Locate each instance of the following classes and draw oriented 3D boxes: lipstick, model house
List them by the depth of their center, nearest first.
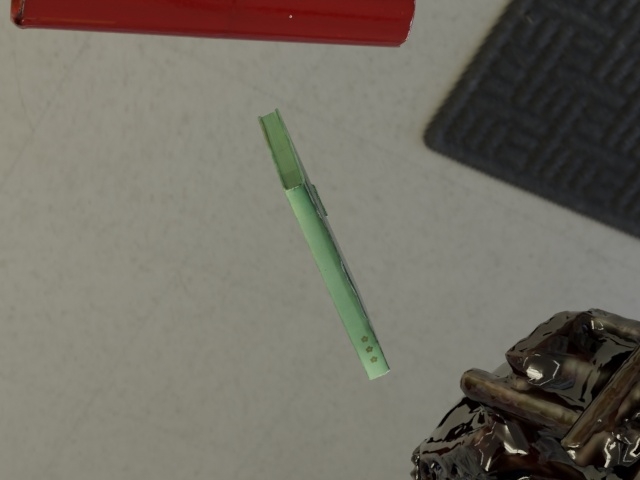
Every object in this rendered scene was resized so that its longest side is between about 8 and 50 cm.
[{"bbox_3d":[0.075,0.109,0.516,0.203,0.164,0.141,-43,132,-26],"label":"model house"},{"bbox_3d":[-0.073,-0.174,0.949,0.280,0.073,0.073,1,124,-20],"label":"lipstick"}]

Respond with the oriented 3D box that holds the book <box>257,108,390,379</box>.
[{"bbox_3d":[0.000,0.000,0.774,0.017,0.103,0.135,-23,122,2],"label":"book"}]
